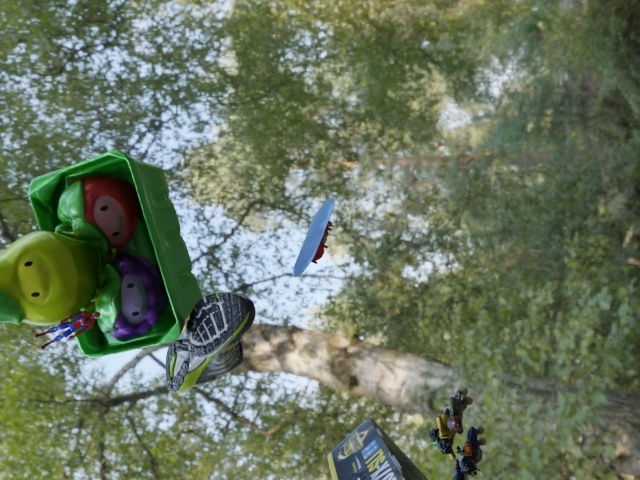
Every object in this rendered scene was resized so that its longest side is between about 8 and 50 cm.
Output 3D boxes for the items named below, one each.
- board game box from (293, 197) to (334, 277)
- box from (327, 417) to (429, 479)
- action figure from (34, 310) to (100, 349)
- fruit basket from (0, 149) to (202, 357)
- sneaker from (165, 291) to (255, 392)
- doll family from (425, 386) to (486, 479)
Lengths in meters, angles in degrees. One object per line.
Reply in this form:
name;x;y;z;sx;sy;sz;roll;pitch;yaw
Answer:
board game box;0.000;0.000;1.305;0.033;0.133;0.169;25;-107;-13
box;0.146;0.344;0.691;0.079;0.322;0.257;-43;1;-2
action figure;-0.438;0.153;1.186;0.038;0.115;0.030;64;176;0
fruit basket;-0.429;0.042;1.252;0.392;0.283;0.392;46;-143;-50
sneaker;-0.193;0.190;1.293;0.121;0.300;0.111;1;-123;-38
doll family;0.225;0.340;1.105;0.193;0.076;0.111;64;-154;-12
